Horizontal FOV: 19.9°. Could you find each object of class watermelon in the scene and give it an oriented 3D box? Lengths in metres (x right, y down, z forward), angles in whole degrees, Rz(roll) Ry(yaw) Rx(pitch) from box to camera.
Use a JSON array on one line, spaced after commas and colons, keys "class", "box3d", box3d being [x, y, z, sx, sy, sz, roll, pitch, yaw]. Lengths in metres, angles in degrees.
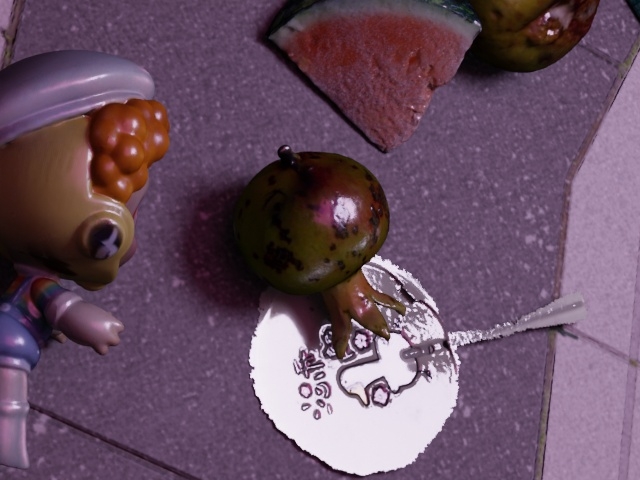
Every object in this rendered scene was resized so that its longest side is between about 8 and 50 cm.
[{"class": "watermelon", "box3d": [0.053, -0.205, 1.920, 0.207, 0.136, 0.202, -13, 77, -15]}]

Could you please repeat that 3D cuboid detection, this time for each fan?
[{"class": "fan", "box3d": [0.113, 0.114, 1.923, 0.415, 0.012, 0.233, -9, 81, -27]}]

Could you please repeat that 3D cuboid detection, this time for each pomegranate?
[{"class": "pomegranate", "box3d": [0.009, 0.008, 1.817, 0.156, 0.156, 0.220, -35, 92, -30]}]

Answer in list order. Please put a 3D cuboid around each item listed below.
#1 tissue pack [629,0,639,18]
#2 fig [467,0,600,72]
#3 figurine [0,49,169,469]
[{"class": "tissue pack", "box3d": [0.420, -0.291, 2.151, 0.079, 0.085, 0.111, -36, 94, -31]}, {"class": "fig", "box3d": [0.221, -0.286, 1.996, 0.181, 0.181, 0.191, 15, 37, -24]}, {"class": "figurine", "box3d": [-0.260, 0.009, 1.636, 0.205, 0.224, 0.382, 15, 71, -20]}]
